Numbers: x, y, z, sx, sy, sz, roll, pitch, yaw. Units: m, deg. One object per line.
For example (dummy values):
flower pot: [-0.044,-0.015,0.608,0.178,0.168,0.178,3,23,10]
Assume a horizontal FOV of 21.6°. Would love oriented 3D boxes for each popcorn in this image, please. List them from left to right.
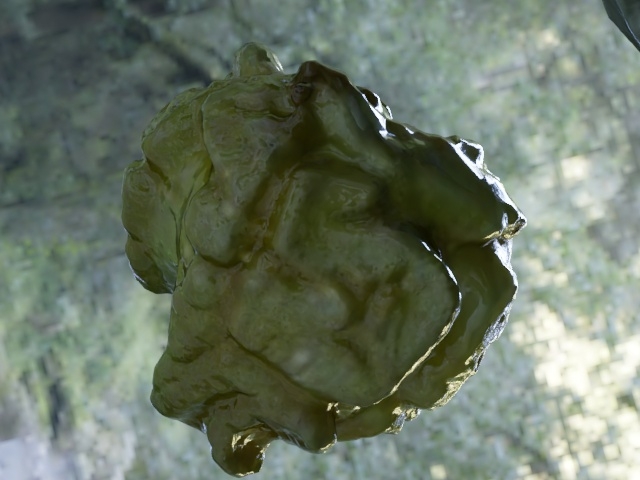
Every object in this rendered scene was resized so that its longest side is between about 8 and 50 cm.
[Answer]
popcorn: [-0.001,0.001,0.780,0.185,0.167,0.187,-13,70,-47]

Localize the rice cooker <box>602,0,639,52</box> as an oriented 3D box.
rice cooker: [0.151,-0.155,0.261,0.288,0.277,0.288,59,1,-1]
